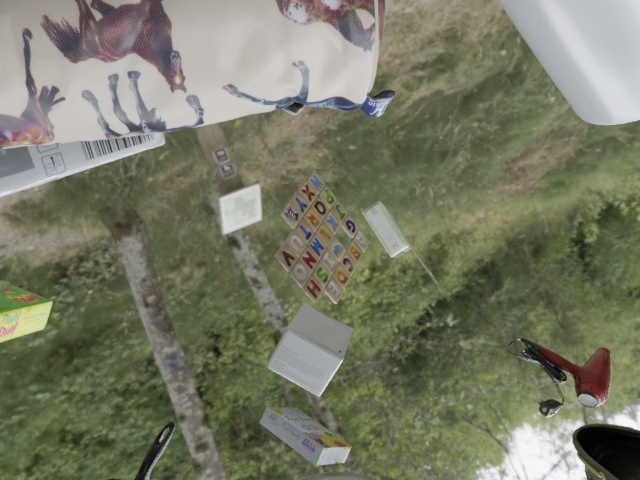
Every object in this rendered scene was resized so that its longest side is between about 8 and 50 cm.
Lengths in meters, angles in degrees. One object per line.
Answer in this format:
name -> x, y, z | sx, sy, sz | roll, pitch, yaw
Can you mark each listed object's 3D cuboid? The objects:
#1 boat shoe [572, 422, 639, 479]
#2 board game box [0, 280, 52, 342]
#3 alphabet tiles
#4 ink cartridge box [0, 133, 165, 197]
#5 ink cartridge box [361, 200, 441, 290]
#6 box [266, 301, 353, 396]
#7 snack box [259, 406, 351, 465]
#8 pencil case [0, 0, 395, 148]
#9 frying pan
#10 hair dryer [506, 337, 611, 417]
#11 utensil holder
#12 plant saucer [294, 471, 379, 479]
boat shoe -> 0.442, 0.305, 0.685 | 0.109, 0.091, 0.305 | -44, -170, -15
board game box -> -0.419, 0.088, 0.663 | 0.092, 0.043, 0.181 | 20, -175, 6
alphabet tiles -> 0.000, 0.000, 1.072 | 0.009, 0.198, 0.237 | -23, -156, 39
ink cartridge box -> -0.467, -0.133, 0.818 | 0.384, 0.091, 0.308 | 5, -153, 43
ink cartridge box -> 0.188, 0.024, 1.265 | 0.056, 0.235, 0.171 | -32, 172, 9
box -> -0.015, 0.175, 0.906 | 0.087, 0.101, 0.102 | -62, 178, 25
snack box -> -0.027, 0.351, 1.005 | 0.141, 0.037, 0.100 | 23, 176, 37
pencil case -> -0.146, -0.164, 0.483 | 0.410, 0.160, 0.184 | -9, 145, -5
frying pan -> -0.402, 0.518, 1.117 | 0.197, 0.326, 0.053 | 1, 155, 30
hair dryer -> 0.658, 0.331, 1.458 | 0.293, 0.224, 0.080 | -3, 145, -21
utensil holder -> 0.496, -0.445, 0.954 | 0.327, 0.385, 0.328 | -38, -157, 19
plant saucer -> 0.019, 0.617, 0.972 | 0.400, 0.401, 0.100 | -22, -169, -11
